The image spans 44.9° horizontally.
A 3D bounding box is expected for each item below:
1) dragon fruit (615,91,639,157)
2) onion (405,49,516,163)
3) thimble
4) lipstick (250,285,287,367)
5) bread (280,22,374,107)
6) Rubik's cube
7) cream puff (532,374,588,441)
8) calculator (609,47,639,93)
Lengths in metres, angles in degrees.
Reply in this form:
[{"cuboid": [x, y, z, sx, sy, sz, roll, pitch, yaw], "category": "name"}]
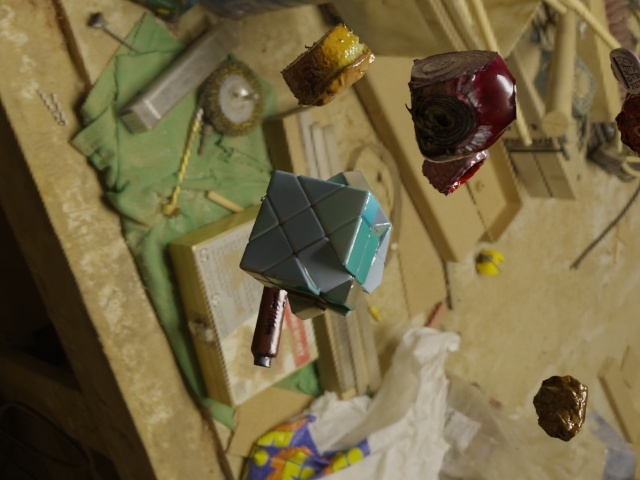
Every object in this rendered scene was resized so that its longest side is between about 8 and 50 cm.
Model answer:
[{"cuboid": [0.891, -0.318, 1.995, 0.241, 0.241, 0.252, 46, 58, -37], "category": "dragon fruit"}, {"cuboid": [0.285, -0.261, 1.531, 0.216, 0.206, 0.207, -73, 153, -53], "category": "onion"}, {"cuboid": [0.402, -0.238, 2.301, 0.163, 0.189, 0.125, -26, 71, -42], "category": "thimble"}, {"cuboid": [-0.104, 0.100, 1.891, 0.077, 0.077, 0.418, 19, 77, -44], "category": "lipstick"}, {"cuboid": [-0.003, -0.393, 1.809, 0.143, 0.229, 0.139, 51, 46, -9], "category": "bread"}, {"cuboid": [0.000, 0.000, 1.318, 0.265, 0.224, 0.213, -70, 157, -11], "category": "Rubik's cube"}, {"cuboid": [0.422, 0.291, 1.374, 0.122, 0.094, 0.116, -29, 126, -54], "category": "cream puff"}, {"cuboid": [0.630, -0.347, 1.587, 0.103, 0.024, 0.166, 59, 9, -9], "category": "calculator"}]
